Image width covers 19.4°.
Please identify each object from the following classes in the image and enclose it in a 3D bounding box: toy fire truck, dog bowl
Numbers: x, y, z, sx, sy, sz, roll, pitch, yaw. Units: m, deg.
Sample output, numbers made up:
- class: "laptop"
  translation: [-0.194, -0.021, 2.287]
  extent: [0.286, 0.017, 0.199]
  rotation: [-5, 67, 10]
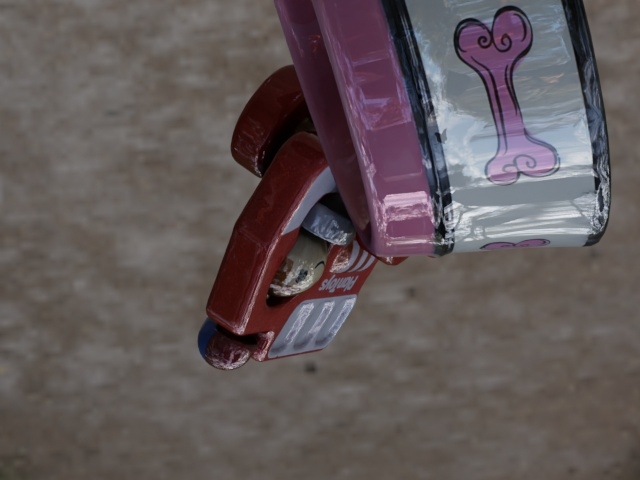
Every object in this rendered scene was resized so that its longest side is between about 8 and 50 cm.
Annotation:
- class: "toy fire truck"
  translation: [0.000, 0.000, 1.599]
  extent: [0.169, 0.254, 0.302]
  rotation: [33, -167, 16]
- class: "dog bowl"
  translation: [0.053, -0.169, 1.249]
  extent: [0.150, 0.408, 0.408]
  rotation: [-17, 163, -3]
